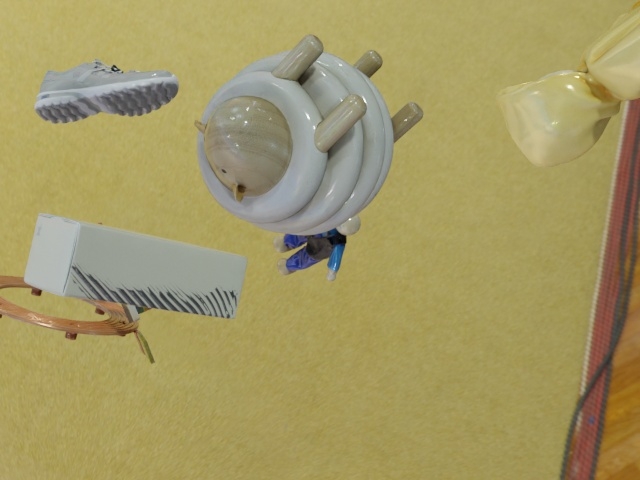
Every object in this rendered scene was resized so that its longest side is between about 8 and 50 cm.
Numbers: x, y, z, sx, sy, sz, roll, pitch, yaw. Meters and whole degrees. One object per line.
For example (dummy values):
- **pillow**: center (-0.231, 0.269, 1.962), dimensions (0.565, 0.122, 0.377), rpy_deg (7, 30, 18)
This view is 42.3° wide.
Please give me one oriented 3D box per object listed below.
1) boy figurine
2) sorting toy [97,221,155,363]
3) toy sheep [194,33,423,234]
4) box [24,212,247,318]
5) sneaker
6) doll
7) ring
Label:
- **boy figurine**: center (0.273, -0.179, 0.695), dimensions (0.092, 0.285, 0.177), rpy_deg (47, 18, -5)
- **sorting toy**: center (-0.341, 0.087, 1.489), dimensions (0.046, 0.132, 0.275), rpy_deg (-23, 90, -18)
- **toy sheep**: center (-0.006, -0.045, 0.373), dimensions (0.132, 0.091, 0.091), rpy_deg (-4, 65, -58)
- **box**: center (-0.237, 0.038, 1.099), dimensions (0.275, 0.113, 0.094), rpy_deg (13, 88, -45)
- **sneaker**: center (-0.414, -0.307, 1.597), dimensions (0.281, 0.105, 0.115), rpy_deg (-5, 69, 2)
- **doll**: center (0.000, 0.000, 1.240), dimensions (0.046, 0.189, 0.129), rpy_deg (0, 71, -36)
- **ring**: center (-0.524, 0.133, 1.621), dimensions (0.336, 0.336, 0.032), rpy_deg (16, 94, -11)
